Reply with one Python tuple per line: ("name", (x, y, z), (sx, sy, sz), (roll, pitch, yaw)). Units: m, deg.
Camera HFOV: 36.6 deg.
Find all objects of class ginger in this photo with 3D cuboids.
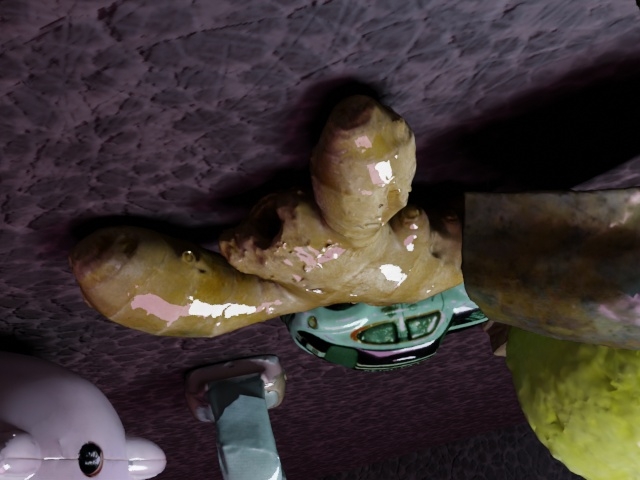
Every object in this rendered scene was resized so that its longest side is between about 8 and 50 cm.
("ginger", (-0.007, 0.020, 0.926), (0.363, 0.122, 0.348), (-33, 145, 22))

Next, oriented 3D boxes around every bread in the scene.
("bread", (0.438, 0.133, 1.200), (0.348, 0.348, 0.308), (-4, 154, -23))

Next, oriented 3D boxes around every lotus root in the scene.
("lotus root", (0.301, 0.020, 0.897), (0.260, 0.149, 0.267), (5, -175, 32))

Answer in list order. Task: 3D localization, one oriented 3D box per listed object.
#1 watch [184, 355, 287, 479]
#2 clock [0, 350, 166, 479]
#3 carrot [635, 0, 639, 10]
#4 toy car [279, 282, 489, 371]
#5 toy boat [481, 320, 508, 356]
("watch", (-0.110, 0.311, 1.473), (0.162, 0.241, 0.253), (-13, 161, -5))
("clock", (-0.403, 0.255, 1.129), (0.377, 0.250, 0.368), (-16, 160, 29))
("carrot", (0.354, -0.153, 0.554), (0.331, 0.193, 0.214), (-22, -160, 34))
("toy car", (0.106, 0.088, 1.174), (0.306, 0.125, 0.136), (-8, 159, -9))
("toy boat", (0.322, 0.139, 1.537), (0.116, 0.061, 0.188), (-11, 161, -5))
